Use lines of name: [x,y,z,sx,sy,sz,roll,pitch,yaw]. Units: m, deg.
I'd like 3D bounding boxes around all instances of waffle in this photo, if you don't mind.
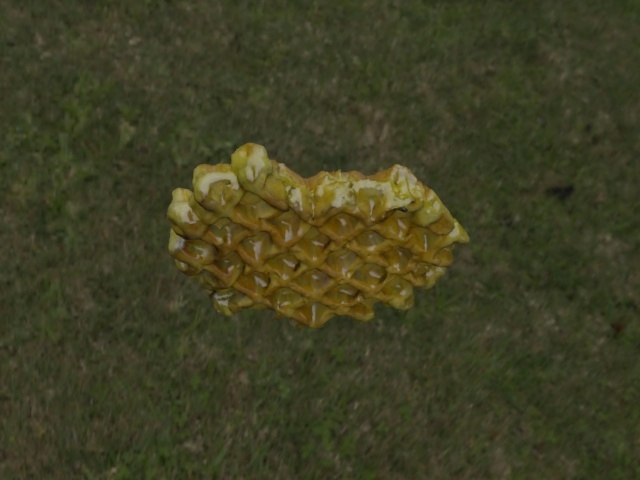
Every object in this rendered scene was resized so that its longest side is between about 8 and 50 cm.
waffle: [0.000,-0.001,0.970,0.253,0.249,0.056,-8,54,7]
